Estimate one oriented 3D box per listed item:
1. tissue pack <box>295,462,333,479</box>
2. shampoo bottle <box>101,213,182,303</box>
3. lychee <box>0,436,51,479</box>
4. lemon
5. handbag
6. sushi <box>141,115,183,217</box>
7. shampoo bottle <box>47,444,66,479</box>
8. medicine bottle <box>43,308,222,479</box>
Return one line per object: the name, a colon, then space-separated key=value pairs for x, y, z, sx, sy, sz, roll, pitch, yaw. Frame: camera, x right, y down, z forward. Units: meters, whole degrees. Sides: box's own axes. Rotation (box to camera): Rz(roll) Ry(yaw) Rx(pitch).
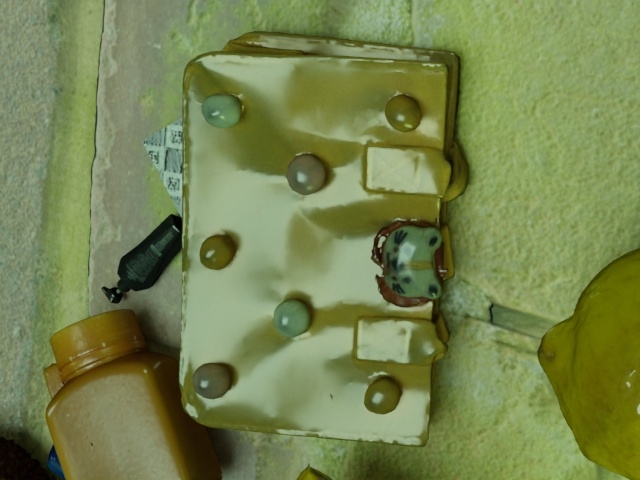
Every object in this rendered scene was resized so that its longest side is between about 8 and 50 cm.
tissue pack: x=-0.007 y=0.459 z=1.234 sx=0.382 sy=0.228 sz=0.293 roll=-52 pitch=33 yaw=-2
shampoo bottle: x=-0.197 y=0.024 z=1.461 sx=0.048 sy=0.027 sz=0.137 roll=46 pitch=118 yaw=0
lychee: x=-0.412 y=0.325 z=1.559 sx=0.188 sy=0.188 sz=0.188 roll=6 pitch=105 yaw=25
lemon: x=0.331 y=0.112 z=1.111 sx=0.288 sy=0.233 sz=0.234 roll=5 pitch=105 yaw=14
handbag: x=0.000 y=0.000 z=1.298 sx=0.283 sy=0.133 sz=0.401 roll=6 pitch=103 yaw=12
sushi: x=-0.114 y=-0.082 z=1.393 sx=0.120 sy=0.026 sz=0.126 roll=-26 pitch=92 yaw=22
shampoo bottle: x=-0.235 y=0.284 z=1.529 sx=0.183 sy=0.050 sz=0.087 roll=32 pitch=107 yaw=17
medicine bottle: x=-0.219 y=0.197 z=1.447 sx=0.149 sy=0.112 sz=0.222 roll=-24 pitch=78 yaw=13
